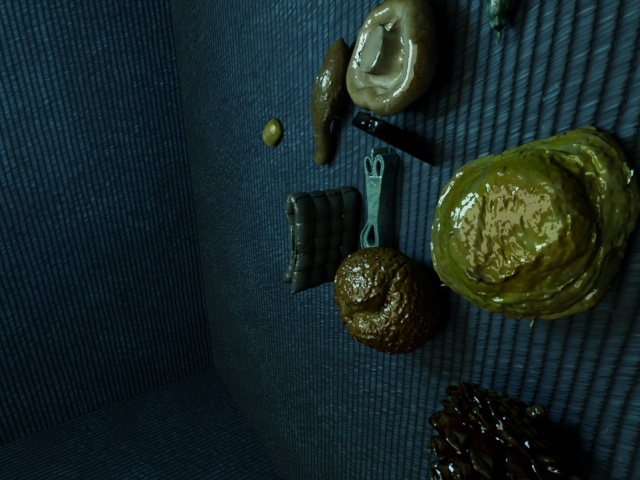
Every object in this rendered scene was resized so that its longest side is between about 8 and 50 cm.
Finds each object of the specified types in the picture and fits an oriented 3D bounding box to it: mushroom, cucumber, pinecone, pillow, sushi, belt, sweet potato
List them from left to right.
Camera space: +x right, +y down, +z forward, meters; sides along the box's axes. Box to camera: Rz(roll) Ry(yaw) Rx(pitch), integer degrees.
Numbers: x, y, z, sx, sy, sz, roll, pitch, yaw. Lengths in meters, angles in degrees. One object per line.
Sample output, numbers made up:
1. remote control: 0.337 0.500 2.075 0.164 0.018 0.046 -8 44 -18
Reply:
1. pillow: 0.000 0.000 1.270 0.101 0.227 0.327 45 138 50
2. sweet potato: 0.019 -0.390 1.210 0.109 0.109 0.386 50 141 37
3. belt: 0.157 -0.103 1.123 0.087 0.072 0.303 26 123 50
4. sushi: 0.141 -0.268 0.975 0.231 0.219 0.047 42 111 44
5. mushroom: 0.157 -0.406 0.922 0.278 0.145 0.279 1 91 58
6. pinecone: 0.352 0.443 0.846 0.298 0.241 0.296 43 134 35
7. cucumber: 0.326 -0.481 0.713 0.056 0.055 0.251 32 125 50

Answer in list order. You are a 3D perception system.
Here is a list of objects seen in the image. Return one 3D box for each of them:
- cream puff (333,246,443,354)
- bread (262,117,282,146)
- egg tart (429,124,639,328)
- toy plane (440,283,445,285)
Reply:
1. cream puff: 0.154 0.165 1.060 0.303 0.212 0.303 36 143 34
2. bread: -0.194 -0.420 1.595 0.115 0.056 0.082 -34 73 58
3. egg tart: 0.346 -0.009 0.715 0.351 0.152 0.341 -5 94 39
4. toy plane: 0.351 0.049 0.867 0.126 0.077 0.195 36 123 43
